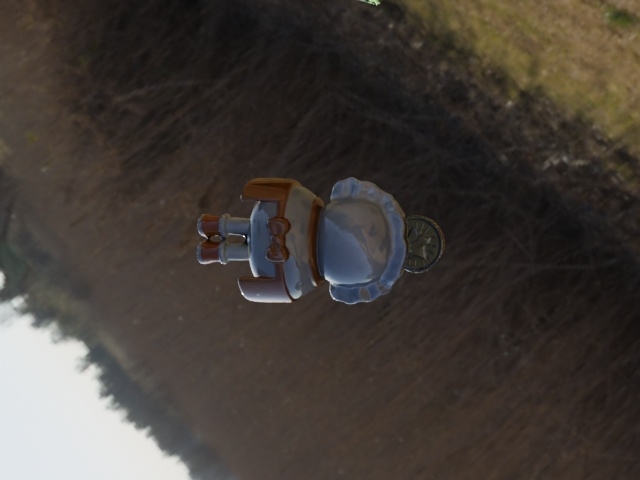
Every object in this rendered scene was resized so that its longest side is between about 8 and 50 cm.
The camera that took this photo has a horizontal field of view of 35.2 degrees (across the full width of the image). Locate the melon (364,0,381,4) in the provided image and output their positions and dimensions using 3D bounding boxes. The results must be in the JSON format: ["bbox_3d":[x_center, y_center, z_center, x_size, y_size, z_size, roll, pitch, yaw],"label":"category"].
[{"bbox_3d":[0.011,-0.405,1.279,0.265,0.169,0.129,26,-164,30],"label":"melon"}]

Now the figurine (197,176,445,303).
[{"bbox_3d":[-0.005,0.000,1.093,0.271,0.143,0.143,2,139,30],"label":"figurine"}]
